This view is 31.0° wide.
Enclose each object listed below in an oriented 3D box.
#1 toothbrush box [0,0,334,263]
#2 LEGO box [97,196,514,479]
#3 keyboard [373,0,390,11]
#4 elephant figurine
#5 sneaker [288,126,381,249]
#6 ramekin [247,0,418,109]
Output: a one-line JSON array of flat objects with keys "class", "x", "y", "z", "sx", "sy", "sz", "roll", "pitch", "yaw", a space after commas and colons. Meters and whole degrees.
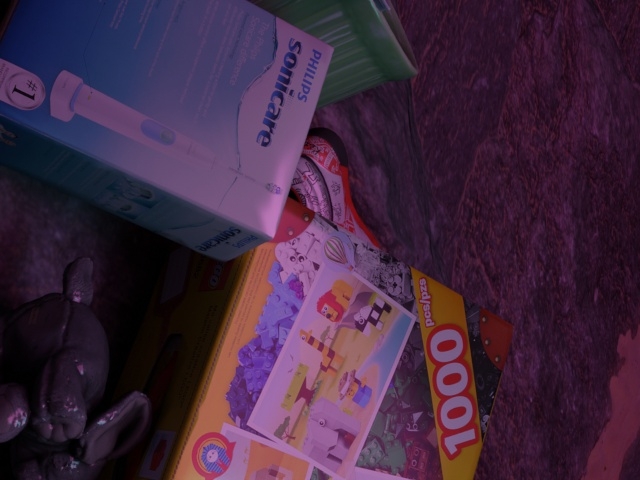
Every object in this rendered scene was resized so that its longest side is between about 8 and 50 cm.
[{"class": "toothbrush box", "x": -0.162, "y": -0.140, "z": 1.092, "sx": 0.295, "sy": 0.126, "sz": 0.216, "roll": 24, "pitch": 68, "yaw": -20}, {"class": "LEGO box", "x": -0.039, "y": 0.252, "z": 1.250, "sx": 0.372, "sy": 0.193, "sz": 0.500, "roll": 29, "pitch": 70, "yaw": -30}, {"class": "keyboard", "x": 0.046, "y": -0.296, "z": 1.193, "sx": 0.072, "sy": 0.014, "sz": 0.256, "roll": 60, "pitch": 12, "yaw": -21}, {"class": "elephant figurine", "x": -0.252, "y": 0.177, "z": 1.109, "sx": 0.239, "sy": 0.186, "sz": 0.169, "roll": 72, "pitch": -7, "yaw": -47}, {"class": "sneaker", "x": -0.001, "y": -0.001, "z": 1.526, "sx": 0.145, "sy": 0.090, "sz": 0.270, "roll": -45, "pitch": 126, "yaw": -46}, {"class": "ramekin", "x": -0.020, "y": -0.292, "z": 1.305, "sx": 0.303, "sy": 0.148, "sz": 0.303, "roll": 60, "pitch": 12, "yaw": -21}]
